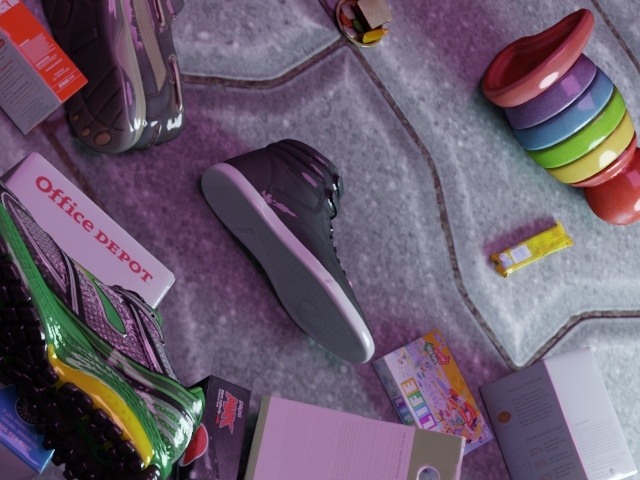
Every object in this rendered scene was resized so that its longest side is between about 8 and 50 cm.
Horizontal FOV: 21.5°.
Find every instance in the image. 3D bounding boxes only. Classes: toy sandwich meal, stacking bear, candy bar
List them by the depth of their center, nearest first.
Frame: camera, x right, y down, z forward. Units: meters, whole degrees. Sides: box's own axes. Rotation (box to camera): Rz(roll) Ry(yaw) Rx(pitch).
[{"bbox_3d":[0.059,-0.297,2.258,0.085,0.029,0.085,16,61,-31],"label":"toy sandwich meal"},{"bbox_3d":[0.289,0.011,2.295,0.161,0.018,0.040,-23,81,-41],"label":"candy bar"},{"bbox_3d":[0.369,-0.146,2.345,0.289,0.175,0.164,50,47,-17],"label":"stacking bear"}]

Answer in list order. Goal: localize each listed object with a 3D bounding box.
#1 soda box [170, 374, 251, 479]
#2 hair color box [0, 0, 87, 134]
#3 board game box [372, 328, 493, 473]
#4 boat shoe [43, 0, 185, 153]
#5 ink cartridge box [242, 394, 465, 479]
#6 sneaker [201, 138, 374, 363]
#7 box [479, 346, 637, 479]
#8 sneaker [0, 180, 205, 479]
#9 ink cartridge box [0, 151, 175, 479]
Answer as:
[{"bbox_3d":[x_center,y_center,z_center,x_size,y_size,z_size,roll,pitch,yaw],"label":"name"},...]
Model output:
[{"bbox_3d":[-0.125,0.237,1.856,0.060,0.053,0.169,25,56,-26],"label":"soda box"},{"bbox_3d":[-0.346,-0.210,1.871,0.167,0.093,0.053,50,48,-8],"label":"hair color box"},{"bbox_3d":[0.140,0.198,2.090,0.103,0.026,0.154,-24,85,-41],"label":"board game box"},{"bbox_3d":[-0.236,-0.269,1.975,0.130,0.132,0.355,3,76,-47],"label":"boat shoe"},{"bbox_3d":[0.031,0.278,1.878,0.235,0.056,0.171,12,63,-1],"label":"ink cartridge box"},{"bbox_3d":[0.000,0.000,2.024,0.147,0.104,0.296,-37,89,-36],"label":"sneaker"},{"bbox_3d":[0.298,0.237,2.122,0.091,0.130,0.170,-10,76,-39],"label":"box"},{"bbox_3d":[-0.238,0.075,1.549,0.343,0.134,0.146,57,42,-14],"label":"sneaker"},{"bbox_3d":[-0.321,0.093,1.679,0.198,0.197,0.270,43,51,-13],"label":"ink cartridge box"}]
